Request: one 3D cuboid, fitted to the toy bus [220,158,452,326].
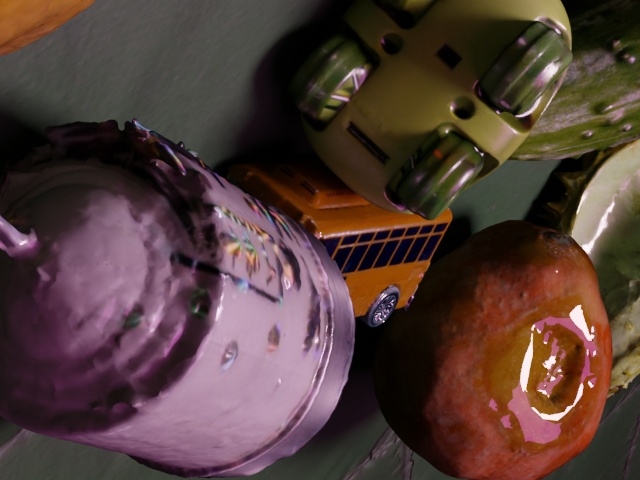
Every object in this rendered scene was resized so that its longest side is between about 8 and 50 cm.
[{"bbox_3d":[0.000,0.000,1.132,0.201,0.098,0.114,-7,129,-56],"label":"toy bus"}]

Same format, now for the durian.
[{"bbox_3d":[0.312,0.016,1.539,0.394,0.198,0.163,-52,155,5],"label":"durian"}]

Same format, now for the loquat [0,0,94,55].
[{"bbox_3d":[-0.160,-0.167,0.480,0.275,0.275,0.275,-38,151,-26],"label":"loquat"}]

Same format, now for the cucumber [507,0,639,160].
[{"bbox_3d":[0.204,-0.122,1.261,0.244,0.134,0.134,-23,149,-4],"label":"cucumber"}]

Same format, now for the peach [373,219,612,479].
[{"bbox_3d":[0.157,0.092,1.392,0.214,0.214,0.235,-4,121,-56],"label":"peach"}]

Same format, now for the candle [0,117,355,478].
[{"bbox_3d":[-0.114,0.031,0.901,0.187,0.187,0.330,-53,152,3],"label":"candle"}]

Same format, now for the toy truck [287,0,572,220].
[{"bbox_3d":[0.078,-0.107,1.091,0.187,0.148,0.210,-48,174,-3],"label":"toy truck"}]
